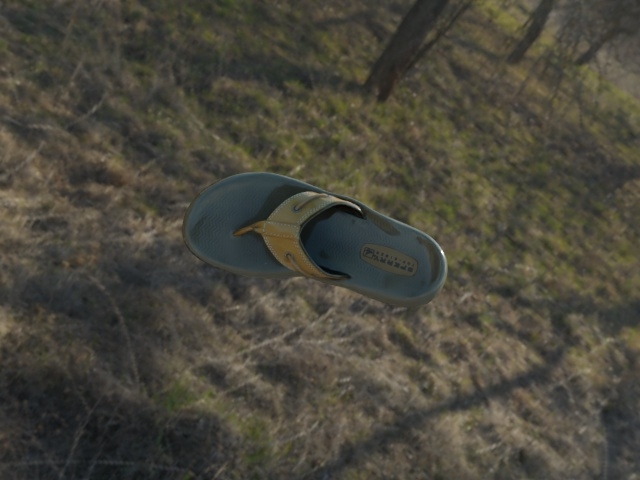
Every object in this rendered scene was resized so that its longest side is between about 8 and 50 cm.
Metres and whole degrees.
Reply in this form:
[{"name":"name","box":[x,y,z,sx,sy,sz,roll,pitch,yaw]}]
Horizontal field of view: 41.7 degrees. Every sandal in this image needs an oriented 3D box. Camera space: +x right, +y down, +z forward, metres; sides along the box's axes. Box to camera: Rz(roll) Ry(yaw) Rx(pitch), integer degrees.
[{"name":"sandal","box":[0.000,0.000,0.549,0.180,0.072,0.049,16,-3,-3]}]
